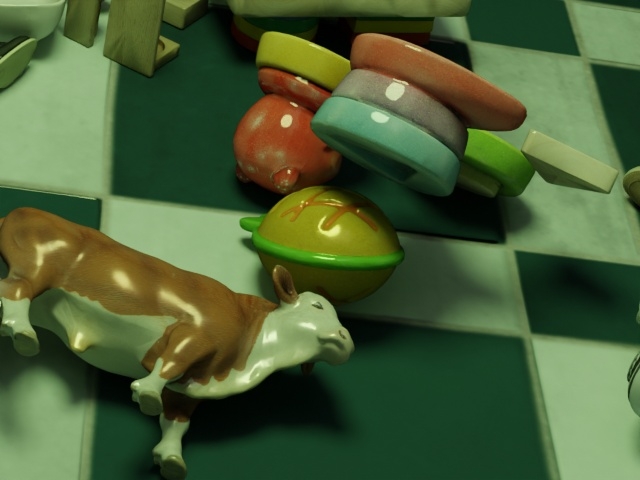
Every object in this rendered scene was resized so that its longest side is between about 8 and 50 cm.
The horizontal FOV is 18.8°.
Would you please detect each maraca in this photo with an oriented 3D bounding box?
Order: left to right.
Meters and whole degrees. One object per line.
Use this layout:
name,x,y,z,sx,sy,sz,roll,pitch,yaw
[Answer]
maraca,0.000,0.000,1.645,0.127,0.099,0.186,5,10,-20

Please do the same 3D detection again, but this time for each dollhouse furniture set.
dollhouse furniture set,-0.180,-0.270,1.929,0.144,0.123,0.151,26,37,18

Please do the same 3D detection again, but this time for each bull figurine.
bull figurine,-0.135,0.072,1.492,0.310,0.101,0.188,19,37,8

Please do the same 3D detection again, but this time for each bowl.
bowl,-0.318,-0.235,1.884,0.142,0.053,0.142,2,28,-9

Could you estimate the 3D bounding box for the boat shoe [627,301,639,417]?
boat shoe,0.318,0.064,1.647,0.102,0.108,0.301,30,36,22

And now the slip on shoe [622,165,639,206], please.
slip on shoe,0.335,-0.022,1.823,0.041,0.051,0.135,-33,61,-32

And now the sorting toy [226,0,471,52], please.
sorting toy,-0.009,-0.284,2.034,0.255,0.089,0.257,-2,39,-21

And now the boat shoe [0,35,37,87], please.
boat shoe,-0.311,-0.160,1.799,0.042,0.049,0.133,31,43,11

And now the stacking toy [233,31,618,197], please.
stacking toy,0.077,-0.065,1.694,0.279,0.130,0.309,29,-7,-23
